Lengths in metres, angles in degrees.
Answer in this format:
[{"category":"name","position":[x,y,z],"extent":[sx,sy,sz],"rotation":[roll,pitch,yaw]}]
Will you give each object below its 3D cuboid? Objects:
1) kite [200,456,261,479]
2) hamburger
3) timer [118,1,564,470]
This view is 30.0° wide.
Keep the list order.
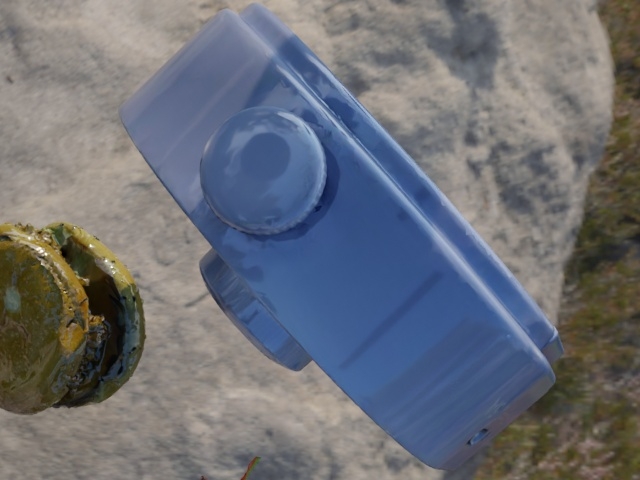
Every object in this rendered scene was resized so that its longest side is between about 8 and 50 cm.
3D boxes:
[{"category":"kite","position":[-0.115,0.292,1.270],"extent":[0.010,0.190,0.159],"rotation":[37,75,25]},{"category":"hamburger","position":[-0.249,0.065,1.086],"extent":[0.113,0.185,0.177],"rotation":[-18,110,-48]},{"category":"timer","position":[0.000,0.000,0.888],"extent":[0.173,0.395,0.395],"rotation":[-41,107,3]}]
